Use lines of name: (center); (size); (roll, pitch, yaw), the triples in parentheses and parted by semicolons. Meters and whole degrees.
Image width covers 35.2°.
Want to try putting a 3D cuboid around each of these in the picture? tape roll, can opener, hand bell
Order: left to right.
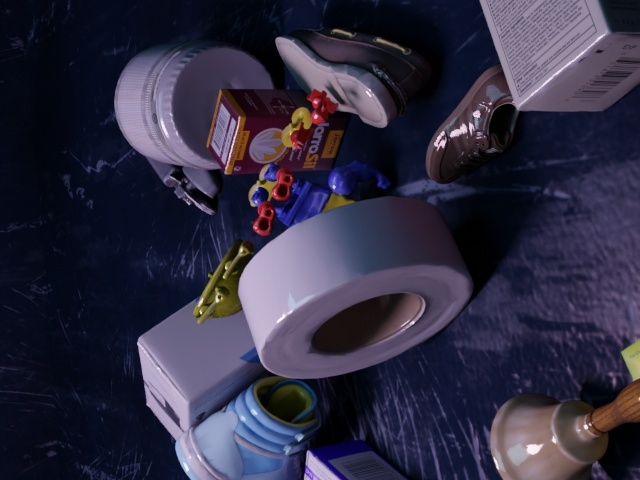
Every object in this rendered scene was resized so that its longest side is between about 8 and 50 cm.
can opener: (-0.274, -0.145, 2.044); (0.095, 0.076, 0.283); (-50, 42, 8)
tape roll: (0.044, 0.066, 1.273); (0.286, 0.286, 0.100); (-56, 47, 47)
hand bell: (0.282, 0.179, 1.001); (0.242, 0.126, 0.126); (130, 129, -57)

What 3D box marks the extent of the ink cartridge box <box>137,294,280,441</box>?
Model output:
ink cartridge box: (-0.155, 0.193, 1.590); (0.129, 0.223, 0.307); (48, 158, 16)

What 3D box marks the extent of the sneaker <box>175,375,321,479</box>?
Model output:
sneaker: (-0.050, 0.319, 1.558); (0.208, 0.319, 0.127); (-41, 52, 11)

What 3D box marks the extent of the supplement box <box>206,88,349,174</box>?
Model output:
supplement box: (-0.065, -0.166, 1.529); (0.081, 0.188, 0.104); (55, 138, 41)

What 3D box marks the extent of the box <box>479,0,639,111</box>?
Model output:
box: (0.253, -0.265, 1.023); (0.148, 0.126, 0.233); (-42, 57, 55)

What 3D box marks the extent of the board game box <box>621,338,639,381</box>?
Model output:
board game box: (0.365, 0.166, 0.958); (0.092, 0.043, 0.181); (-52, 50, 50)

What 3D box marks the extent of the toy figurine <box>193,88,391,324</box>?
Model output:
toy figurine: (0.000, 0.000, 1.399); (0.363, 0.217, 0.191); (-61, 13, 2)

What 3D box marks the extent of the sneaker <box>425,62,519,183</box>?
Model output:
sneaker: (0.187, -0.122, 1.215); (0.071, 0.066, 0.188); (64, 144, 33)

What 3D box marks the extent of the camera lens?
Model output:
camera lens: (-0.222, -0.238, 1.766); (0.274, 0.219, 0.220); (15, 106, 59)

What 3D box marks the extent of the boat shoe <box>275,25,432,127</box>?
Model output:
boat shoe: (0.039, -0.250, 1.432); (0.117, 0.096, 0.324); (57, 169, -31)

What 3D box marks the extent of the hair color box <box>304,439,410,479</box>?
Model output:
hair color box: (0.050, 0.491, 1.488); (0.185, 0.110, 0.339); (29, 120, 55)
